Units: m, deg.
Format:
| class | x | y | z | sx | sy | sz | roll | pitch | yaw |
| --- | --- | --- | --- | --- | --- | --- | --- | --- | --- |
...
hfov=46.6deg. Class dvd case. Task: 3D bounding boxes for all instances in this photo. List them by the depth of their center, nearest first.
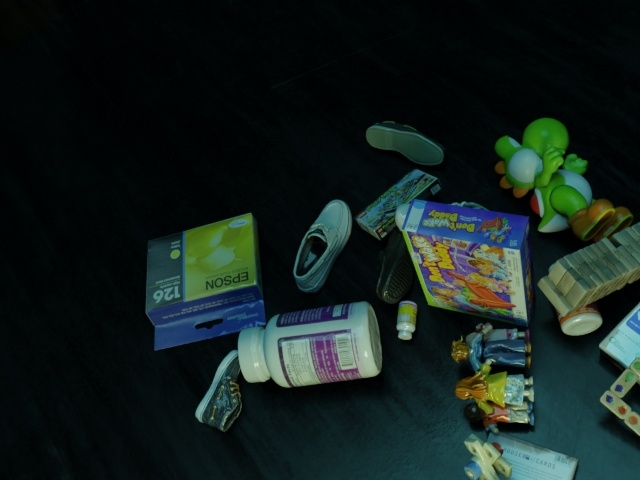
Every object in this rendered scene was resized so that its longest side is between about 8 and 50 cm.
| class | x | y | z | sx | sy | sz | roll | pitch | yaw |
| --- | --- | --- | --- | --- | --- | --- | --- | --- | --- |
| dvd case | 0.381 | 0.509 | 1.449 | 0.179 | 0.029 | 0.238 | 15 | 65 | 26 |

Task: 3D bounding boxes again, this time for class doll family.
| class | x | y | z | sx | sy | sz | roll | pitch | yaw |
| --- | --- | --- | --- | --- | --- | --- | --- | --- | --- |
| doll family | 0.355 | 0.262 | 1.547 | 0.163 | 0.118 | 0.263 | -2 | 53 | 13 |

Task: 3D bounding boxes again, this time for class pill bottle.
| class | x | y | z | sx | sy | sz | roll | pitch | yaw |
| --- | --- | --- | --- | --- | --- | --- | --- | --- | --- |
| pill bottle | 0.544 | 0.121 | 1.603 | 0.086 | 0.086 | 0.152 | -14 | 56 | 9 |
| pill bottle | -0.024 | 0.239 | 1.667 | 0.302 | 0.169 | 0.169 | -9 | 57 | 12 |
| pill bottle | 0.198 | 0.184 | 1.704 | 0.043 | 0.043 | 0.083 | 0 | 60 | 18 |

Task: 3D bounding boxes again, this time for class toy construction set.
| class | x | y | z | sx | sy | sz | roll | pitch | yaw |
| --- | --- | --- | --- | --- | --- | --- | --- | --- | --- |
| toy construction set | 0.264 | 0.528 | 1.383 | 0.328 | 0.151 | 0.215 | -44 | 31 | -19 |

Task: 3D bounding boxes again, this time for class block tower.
| class | x | y | z | sx | sy | sz | roll | pitch | yaw |
| --- | --- | --- | --- | --- | --- | --- | --- | --- | --- |
| block tower | 0.624 | 0.042 | 1.557 | 0.335 | 0.097 | 0.091 | -23 | 61 | -19 |

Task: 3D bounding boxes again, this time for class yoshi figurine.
| class | x | y | z | sx | sy | sz | roll | pitch | yaw |
| --- | --- | --- | --- | --- | --- | --- | --- | --- | --- |
| yoshi figurine | 0.564 | -0.162 | 1.725 | 0.203 | 0.203 | 0.362 | -25 | 51 | -17 |

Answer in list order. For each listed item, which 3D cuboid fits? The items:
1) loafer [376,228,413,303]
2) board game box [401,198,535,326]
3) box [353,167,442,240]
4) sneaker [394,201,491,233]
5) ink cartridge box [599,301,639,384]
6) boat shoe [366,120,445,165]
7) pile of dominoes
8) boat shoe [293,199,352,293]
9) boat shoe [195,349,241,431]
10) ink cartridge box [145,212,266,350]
| class | x | y | z | sx | sy | sz | roll | pitch | yaw |
| --- | --- | --- | --- | --- | --- | --- | --- | --- | --- |
| loafer | 0.177 | 0.060 | 1.779 | 0.078 | 0.080 | 0.220 | -10 | 43 | 40 |
| board game box | 0.321 | 0.053 | 1.560 | 0.233 | 0.347 | 0.078 | 11 | 64 | 24 |
| box | 0.193 | -0.093 | 1.857 | 0.207 | 0.036 | 0.114 | -40 | 31 | -9 |
| sneaker | 0.320 | -0.048 | 1.730 | 0.297 | 0.129 | 0.111 | 11 | 59 | 10 |
| ink cartridge box | 0.745 | 0.157 | 1.511 | 0.333 | 0.065 | 0.165 | -44 | 55 | -3 |
| boat shoe | 0.233 | -0.262 | 1.950 | 0.228 | 0.081 | 0.069 | 24 | 40 | 27 |
| pile of dominoes | 0.694 | 0.316 | 1.405 | 0.251 | 0.040 | 0.196 | 41 | 85 | 13 |
| boat shoe | 0.000 | 0.000 | 1.856 | 0.096 | 0.088 | 0.267 | 16 | 66 | 26 |
| boat shoe | -0.210 | 0.350 | 1.726 | 0.083 | 0.065 | 0.183 | 20 | 73 | 25 |
| ink cartridge box | -0.300 | 0.102 | 1.906 | 0.304 | 0.072 | 0.307 | -14 | 54 | 9 |
